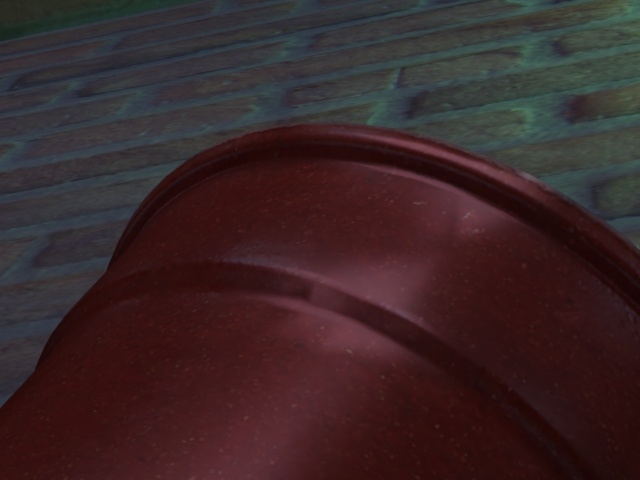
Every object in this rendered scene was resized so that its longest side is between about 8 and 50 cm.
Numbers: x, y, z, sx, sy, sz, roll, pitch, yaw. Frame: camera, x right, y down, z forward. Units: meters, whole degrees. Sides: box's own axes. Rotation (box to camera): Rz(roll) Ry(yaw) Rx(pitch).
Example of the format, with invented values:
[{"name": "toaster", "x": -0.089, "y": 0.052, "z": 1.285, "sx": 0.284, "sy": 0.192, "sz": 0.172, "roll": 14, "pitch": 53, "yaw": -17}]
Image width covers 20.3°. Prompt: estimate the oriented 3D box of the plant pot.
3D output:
[{"name": "plant pot", "x": -0.032, "y": 0.144, "z": 0.516, "sx": 0.272, "sy": 0.272, "sz": 0.265, "roll": 0, "pitch": 29, "yaw": 37}]
